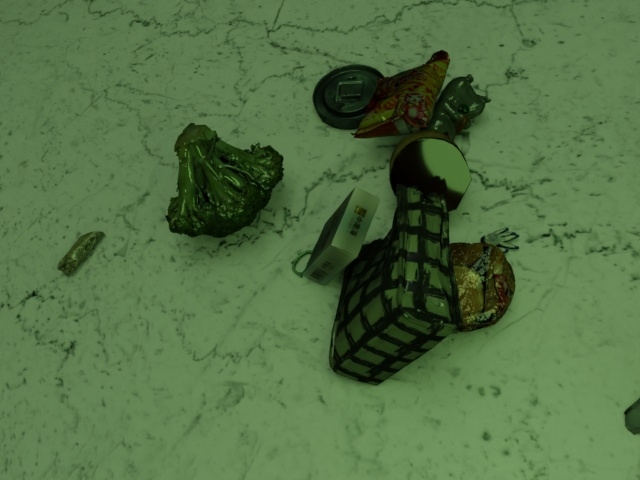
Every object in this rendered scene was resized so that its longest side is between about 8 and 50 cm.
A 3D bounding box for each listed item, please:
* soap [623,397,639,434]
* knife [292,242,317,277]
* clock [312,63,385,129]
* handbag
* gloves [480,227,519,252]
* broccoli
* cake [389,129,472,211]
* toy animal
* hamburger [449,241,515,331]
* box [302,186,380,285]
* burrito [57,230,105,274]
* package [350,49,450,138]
[{"bbox_3d":[0.720,0.254,1.132,0.302,0.258,0.159,-34,59,-8],"label":"soap"},{"bbox_3d":[0.000,0.001,1.596,0.054,0.015,0.212,31,71,30],"label":"knife"},{"bbox_3d":[0.086,-0.403,1.806,0.214,0.042,0.215,-6,58,10],"label":"clock"},{"bbox_3d":[0.149,0.092,1.330,0.162,0.325,0.327,19,54,-14],"label":"handbag"},{"bbox_3d":[0.419,0.004,1.492,0.086,0.026,0.064,-17,58,-3],"label":"gloves"},{"bbox_3d":[-0.251,-0.148,1.591,0.303,0.283,0.321,-12,38,18],"label":"broccoli"},{"bbox_3d":[0.263,-0.163,1.561,0.185,0.178,0.208,-34,90,15],"label":"cake"},{"bbox_3d":[0.316,-0.305,1.667,0.251,0.127,0.125,-45,71,1],"label":"toy animal"},{"bbox_3d":[0.312,0.105,1.409,0.230,0.107,0.231,-7,61,13],"label":"hamburger"},{"bbox_3d":[0.043,-0.003,1.453,0.067,0.243,0.155,25,65,-7],"label":"box"},{"bbox_3d":[-0.640,0.027,1.712,0.055,0.041,0.149,27,64,11],"label":"burrito"},{"bbox_3d":[0.207,-0.353,1.641,0.223,0.108,0.288,-7,41,36],"label":"package"}]
